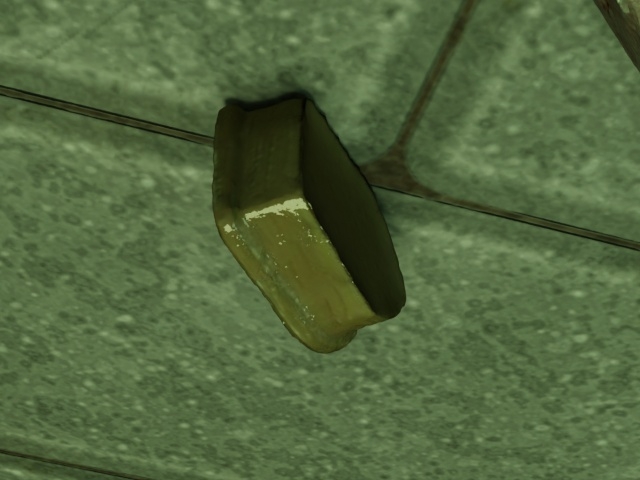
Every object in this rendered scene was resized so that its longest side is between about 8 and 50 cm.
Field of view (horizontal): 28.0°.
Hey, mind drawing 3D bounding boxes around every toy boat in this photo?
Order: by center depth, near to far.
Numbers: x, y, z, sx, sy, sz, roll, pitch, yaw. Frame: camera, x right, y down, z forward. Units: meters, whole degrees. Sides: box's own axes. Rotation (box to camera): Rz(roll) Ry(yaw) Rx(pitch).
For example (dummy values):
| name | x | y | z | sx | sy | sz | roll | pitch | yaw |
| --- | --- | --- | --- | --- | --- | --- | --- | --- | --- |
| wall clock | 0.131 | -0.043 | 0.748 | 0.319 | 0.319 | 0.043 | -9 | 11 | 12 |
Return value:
| name | x | y | z | sx | sy | sz | roll | pitch | yaw |
| --- | --- | --- | --- | --- | --- | --- | --- | --- | --- |
| toy boat | 0.000 | 0.000 | 0.835 | 0.061 | 0.116 | 0.188 | -18 | 135 | 18 |

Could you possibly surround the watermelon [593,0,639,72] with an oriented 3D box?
| name | x | y | z | sx | sy | sz | roll | pitch | yaw |
| --- | --- | --- | --- | --- | --- | --- | --- | --- | --- |
| watermelon | 0.183 | -0.165 | 0.548 | 0.256 | 0.176 | 0.260 | 40 | 117 | -1 |
